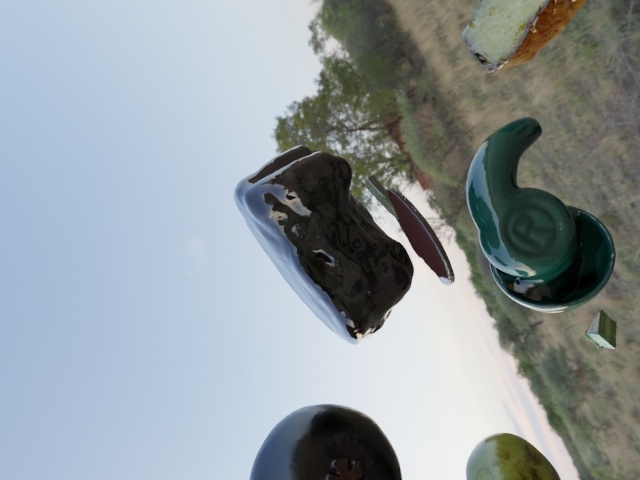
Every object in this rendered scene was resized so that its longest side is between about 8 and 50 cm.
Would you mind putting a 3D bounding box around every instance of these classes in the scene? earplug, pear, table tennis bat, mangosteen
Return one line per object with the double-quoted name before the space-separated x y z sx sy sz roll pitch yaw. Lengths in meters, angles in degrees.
"earplug" 0.324 -0.013 0.641 0.280 0.163 0.258 48 -159 -42
"pear" 0.575 0.722 1.247 0.284 0.283 0.284 52 -160 -29
"table tennis bat" 0.116 -0.028 0.580 0.131 0.022 0.235 58 -178 -38
"mangosteen" -0.001 0.445 0.773 0.302 0.274 0.275 116 142 -54

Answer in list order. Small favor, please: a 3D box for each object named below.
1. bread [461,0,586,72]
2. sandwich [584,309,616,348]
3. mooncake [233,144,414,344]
"bread" 0.347 -0.395 0.648 0.133 0.260 0.129 -4 -130 -31
"sandwich" 0.954 0.292 1.389 0.074 0.116 0.074 41 167 6
"mooncake" 0.000 0.000 0.848 0.381 0.212 0.350 59 159 -18
